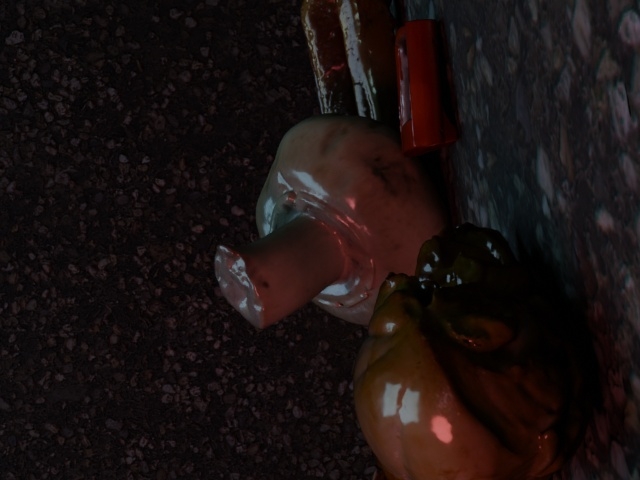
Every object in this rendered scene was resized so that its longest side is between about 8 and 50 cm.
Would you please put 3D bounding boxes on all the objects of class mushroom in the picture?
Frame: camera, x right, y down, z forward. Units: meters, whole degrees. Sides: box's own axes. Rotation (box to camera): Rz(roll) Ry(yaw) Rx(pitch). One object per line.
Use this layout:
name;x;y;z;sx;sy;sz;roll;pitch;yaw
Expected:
mushroom;0.000;0.000;1.177;0.314;0.336;0.314;28;133;35

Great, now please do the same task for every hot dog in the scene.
hot dog;0.072;-0.237;1.329;0.158;0.117;0.348;-9;96;45

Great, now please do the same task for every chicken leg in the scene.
chicken leg;0.153;0.132;0.784;0.409;0.182;0.295;58;-154;-48

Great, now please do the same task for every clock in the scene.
clock;0.125;-0.185;1.051;0.113;0.061;0.155;179;85;-89

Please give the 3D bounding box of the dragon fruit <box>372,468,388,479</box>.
dragon fruit;0.130;0.487;1.206;0.277;0.278;0.342;96;166;-85
